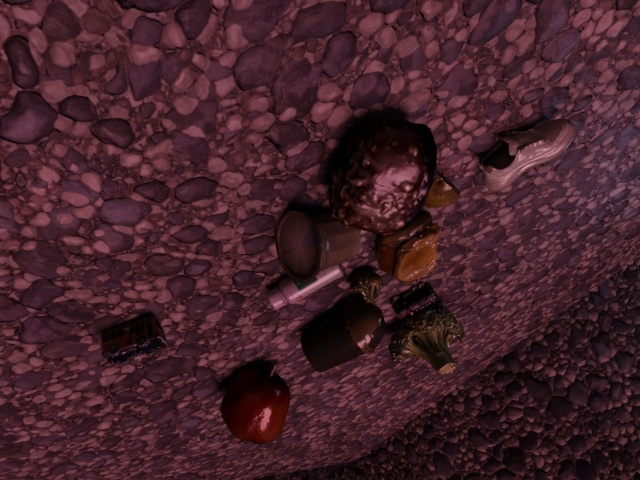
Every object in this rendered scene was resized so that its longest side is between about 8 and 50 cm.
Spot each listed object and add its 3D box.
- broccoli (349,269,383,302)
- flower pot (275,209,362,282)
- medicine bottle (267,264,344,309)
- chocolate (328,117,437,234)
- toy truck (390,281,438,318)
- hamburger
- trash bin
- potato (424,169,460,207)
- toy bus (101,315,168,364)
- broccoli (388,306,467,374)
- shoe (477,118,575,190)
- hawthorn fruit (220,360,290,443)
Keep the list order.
[{"bbox_3d":[0.169,0.166,2.022,0.130,0.121,0.131,0,163,-45],"label":"broccoli"},{"bbox_3d":[0.000,0.000,1.638,0.202,0.212,0.212,-15,147,-43],"label":"flower pot"},{"bbox_3d":[-0.052,0.140,1.856,0.259,0.095,0.095,-31,147,3],"label":"medicine bottle"},{"bbox_3d":[0.140,-0.163,1.474,0.209,0.225,0.340,2,134,-26],"label":"chocolate"},{"bbox_3d":[0.391,0.251,2.324,0.192,0.083,0.092,-28,152,0],"label":"toy truck"},{"bbox_3d":[0.296,0.038,1.923,0.211,0.133,0.309,-19,146,-11],"label":"hamburger"},{"bbox_3d":[0.105,0.370,2.173,0.333,0.214,0.214,-32,147,13],"label":"trash bin"},{"bbox_3d":[0.362,-0.149,1.765,0.120,0.081,0.149,-43,144,19],"label":"potato"},{"bbox_3d":[-0.571,0.305,1.710,0.181,0.103,0.091,-18,146,-4],"label":"toy bus"},{"bbox_3d":[0.481,0.432,2.476,0.374,0.302,0.250,-11,105,-15],"label":"broccoli"},{"bbox_3d":[0.622,-0.291,1.724,0.316,0.124,0.159,-40,138,19],"label":"shoe"},{"bbox_3d":[-0.247,0.642,2.274,0.284,0.284,0.369,5,113,-39],"label":"hawthorn fruit"}]
